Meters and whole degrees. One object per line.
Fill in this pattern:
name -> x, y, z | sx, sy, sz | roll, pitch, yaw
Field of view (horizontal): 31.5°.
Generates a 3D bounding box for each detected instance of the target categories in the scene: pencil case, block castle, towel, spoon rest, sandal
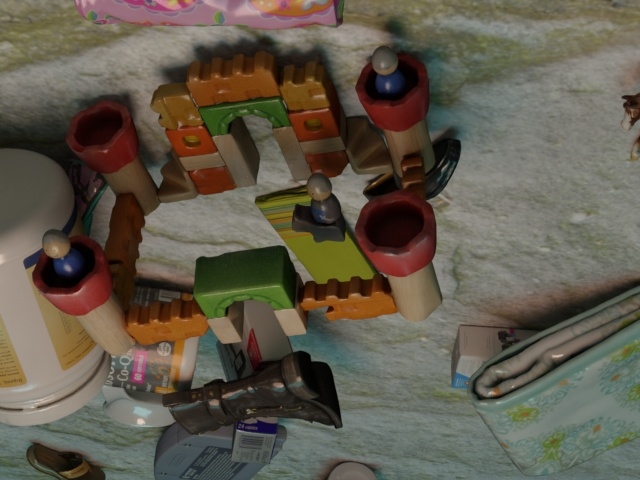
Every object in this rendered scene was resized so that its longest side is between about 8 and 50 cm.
pencil case -> -0.113, -0.279, 1.171 | 0.284, 0.124, 0.124 | 1, 145, 6
block castle -> -0.086, -0.055, 1.318 | 0.453, 0.303, 0.213 | -7, 142, 13
towel -> 0.000, 0.000, 1.633 | 0.102, 0.021, 0.237 | -7, 145, 24
spoon rest -> -0.333, 0.266, 1.980 | 0.137, 0.084, 0.276 | -4, 143, 11
sandal -> -0.503, 0.450, 2.280 | 0.180, 0.072, 0.049 | 33, 114, -28
towel -> 0.439, 0.226, 1.763 | 0.374, 0.090, 0.320 | -26, 138, 9

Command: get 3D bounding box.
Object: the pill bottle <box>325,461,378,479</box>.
pill bottle -> 0.042, 0.533, 2.295 | 0.112, 0.112, 0.187 | 12, 143, -12

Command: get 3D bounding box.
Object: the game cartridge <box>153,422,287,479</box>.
game cartridge -> -0.203, 0.398, 2.129 | 0.198, 0.062, 0.297 | 15, 147, -16

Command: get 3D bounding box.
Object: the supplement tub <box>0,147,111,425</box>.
supplement tub -> -0.400, 0.065, 1.474 | 0.228, 0.228, 0.316 | -2, 130, 7

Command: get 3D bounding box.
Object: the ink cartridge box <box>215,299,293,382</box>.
ink cartridge box -> -0.106, 0.175, 1.798 | 0.063, 0.109, 0.150 | -5, 150, -27

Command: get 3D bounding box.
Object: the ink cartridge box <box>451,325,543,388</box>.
ink cartridge box -> 0.308, 0.194, 1.837 | 0.181, 0.061, 0.104 | 4, 144, 0

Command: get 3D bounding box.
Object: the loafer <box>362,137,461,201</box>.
loafer -> 0.118, -0.082, 1.470 | 0.061, 0.062, 0.170 | 25, 139, -19

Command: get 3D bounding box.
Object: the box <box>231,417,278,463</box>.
box -> -0.110, 0.296, 1.953 | 0.072, 0.137, 0.126 | 6, 145, -6

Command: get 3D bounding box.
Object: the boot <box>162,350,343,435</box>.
boot -> -0.100, 0.250, 1.746 | 0.229, 0.091, 0.263 | -19, 149, 12

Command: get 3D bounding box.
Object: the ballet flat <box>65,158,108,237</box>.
ballet flat -> -0.349, -0.039, 1.573 | 0.079, 0.077, 0.221 | 29, 136, -3

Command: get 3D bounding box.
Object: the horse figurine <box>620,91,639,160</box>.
horse figurine -> 0.483, -0.136, 1.357 | 0.263, 0.066, 0.174 | 1, 151, 8

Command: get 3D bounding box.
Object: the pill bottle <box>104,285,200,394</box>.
pill bottle -> -0.326, 0.142, 1.739 | 0.278, 0.162, 0.162 | 8, 144, -7
